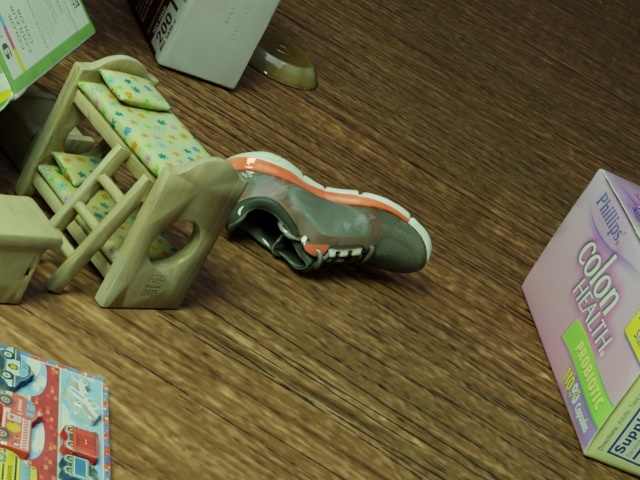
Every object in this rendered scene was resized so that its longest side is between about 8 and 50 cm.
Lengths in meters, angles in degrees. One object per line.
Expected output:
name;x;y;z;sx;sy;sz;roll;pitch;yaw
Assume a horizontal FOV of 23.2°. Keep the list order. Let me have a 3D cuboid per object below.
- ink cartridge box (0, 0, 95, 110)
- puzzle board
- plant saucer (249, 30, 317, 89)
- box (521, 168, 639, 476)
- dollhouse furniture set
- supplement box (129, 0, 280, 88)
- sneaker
ink cartridge box;-0.211;-0.101;0.867;0.209;0.109;0.062;-68;138;-67
puzzle board;-0.140;0.085;0.713;0.096;0.011;0.128;22;24;-20
plant saucer;-0.036;-0.158;1.329;0.083;0.015;0.083;26;24;-12
box;0.289;0.087;1.091;0.243;0.117;0.213;24;24;-17
dollhouse furniture set;-0.161;-0.059;0.865;0.161;0.101;0.182;4;34;-47
supplement box;-0.102;-0.241;1.273;0.073;0.130;0.239;17;26;-29
sneaker;0.000;0.000;1.023;0.158;0.061;0.065;21;52;-19
